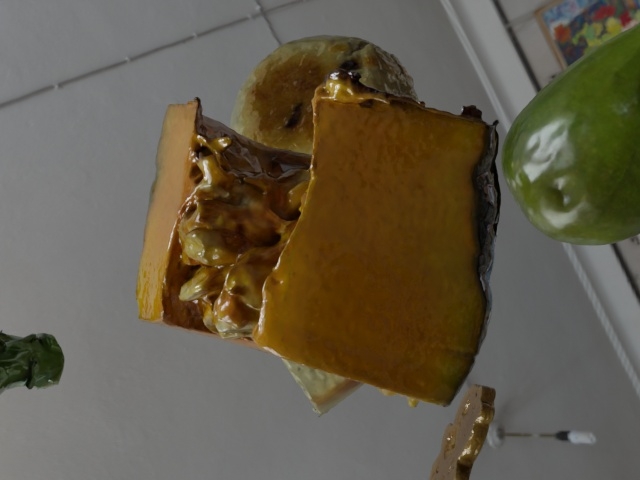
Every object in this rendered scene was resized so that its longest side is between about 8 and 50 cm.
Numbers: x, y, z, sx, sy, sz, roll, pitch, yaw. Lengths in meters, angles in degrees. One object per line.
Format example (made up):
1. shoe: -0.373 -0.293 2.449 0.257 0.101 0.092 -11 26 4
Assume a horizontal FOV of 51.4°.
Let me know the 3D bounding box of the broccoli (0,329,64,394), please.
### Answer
1. broccoli: -0.421 0.151 0.764 0.269 0.269 0.254 17 -73 -32

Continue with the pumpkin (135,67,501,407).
1. pumpkin: 0.000 0.000 0.576 0.256 0.303 0.225 21 -98 -43

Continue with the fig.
1. fig: 0.385 -0.133 0.833 0.233 0.314 0.233 42 -153 -27

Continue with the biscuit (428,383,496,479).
1. biscuit: 0.247 0.356 1.155 0.035 0.184 0.249 20 -77 2

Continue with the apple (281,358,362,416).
1. apple: -0.009 0.052 0.879 0.252 0.309 0.314 14 -93 0

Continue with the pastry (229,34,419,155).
1. pastry: 0.017 -0.195 1.294 0.312 0.388 0.389 52 -137 -60
